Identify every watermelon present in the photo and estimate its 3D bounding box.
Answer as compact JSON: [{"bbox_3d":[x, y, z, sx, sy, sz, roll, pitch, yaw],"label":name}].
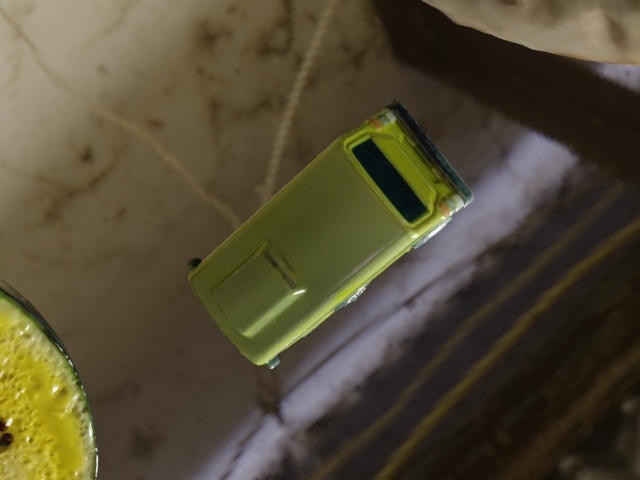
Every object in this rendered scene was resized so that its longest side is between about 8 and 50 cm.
[{"bbox_3d":[-0.239,0.091,1.266,0.129,0.301,0.123,-47,-149,-19],"label":"watermelon"}]

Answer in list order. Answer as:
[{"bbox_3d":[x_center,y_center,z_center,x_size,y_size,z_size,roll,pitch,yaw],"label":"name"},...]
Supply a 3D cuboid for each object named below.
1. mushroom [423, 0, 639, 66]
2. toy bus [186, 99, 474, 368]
[{"bbox_3d":[0.111,-0.221,0.567,0.362,0.362,0.294,-11,-168,28],"label":"mushroom"},{"bbox_3d":[0.000,0.000,1.196,0.175,0.088,0.101,-41,177,36],"label":"toy bus"}]
